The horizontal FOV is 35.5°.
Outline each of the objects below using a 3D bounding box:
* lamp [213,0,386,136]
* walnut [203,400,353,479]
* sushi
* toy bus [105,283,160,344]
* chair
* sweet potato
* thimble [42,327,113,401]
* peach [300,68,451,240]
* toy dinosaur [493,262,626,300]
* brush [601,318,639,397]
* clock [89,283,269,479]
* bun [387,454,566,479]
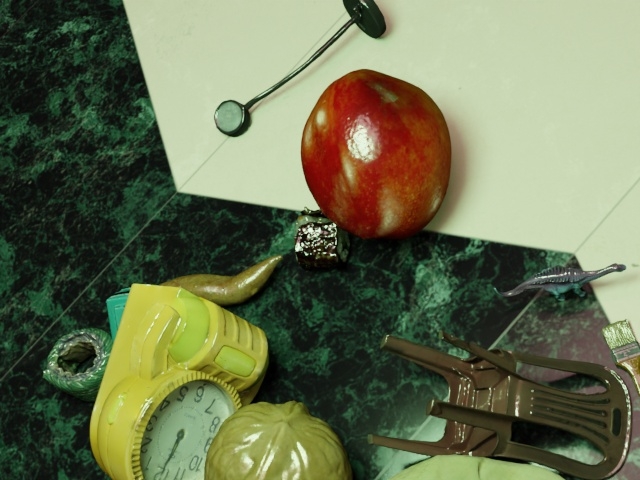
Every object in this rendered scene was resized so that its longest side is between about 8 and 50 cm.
[{"bbox_3d":[-0.030,-0.314,1.878,0.371,0.108,0.130,-47,70,12],"label":"lamp"},{"bbox_3d":[-0.062,0.343,1.460,0.228,0.228,0.228,-9,63,17],"label":"walnut"},{"bbox_3d":[0.001,0.001,1.677,0.084,0.098,0.094,-5,67,20],"label":"sushi"},{"bbox_3d":[-0.306,0.158,1.691,0.079,0.092,0.160,-7,93,17],"label":"toy bus"},{"bbox_3d":[0.261,0.241,1.453,0.327,0.183,0.175,20,66,-19],"label":"chair"},{"bbox_3d":[-0.191,0.086,1.732,0.281,0.059,0.067,-10,51,16],"label":"sweet potato"},{"bbox_3d":[-0.400,0.214,1.734,0.135,0.090,0.118,0,63,24],"label":"thimble"},{"bbox_3d":[0.089,-0.135,1.615,0.249,0.245,0.274,-14,59,8],"label":"peach"},{"bbox_3d":[0.363,0.062,1.518,0.197,0.080,0.045,-11,65,16],"label":"toy dinosaur"},{"bbox_3d":[0.460,0.194,1.456,0.043,0.014,0.169,-21,61,9],"label":"brush"},{"bbox_3d":[-0.228,0.251,1.571,0.200,0.244,0.317,9,73,44],"label":"clock"},{"bbox_3d":[0.206,0.445,1.316,0.361,0.213,0.361,-8,65,19],"label":"bun"}]
